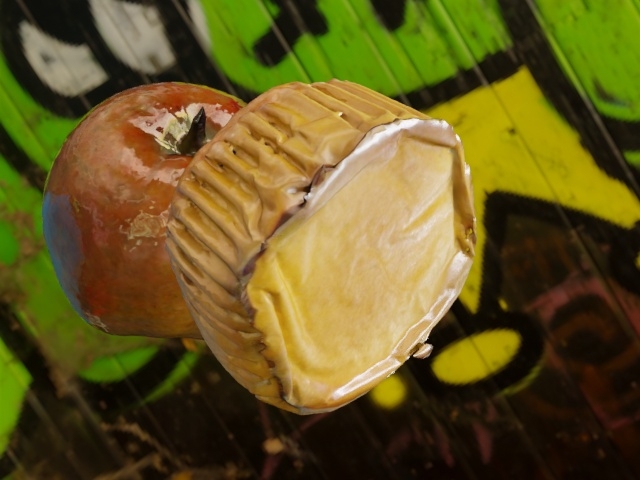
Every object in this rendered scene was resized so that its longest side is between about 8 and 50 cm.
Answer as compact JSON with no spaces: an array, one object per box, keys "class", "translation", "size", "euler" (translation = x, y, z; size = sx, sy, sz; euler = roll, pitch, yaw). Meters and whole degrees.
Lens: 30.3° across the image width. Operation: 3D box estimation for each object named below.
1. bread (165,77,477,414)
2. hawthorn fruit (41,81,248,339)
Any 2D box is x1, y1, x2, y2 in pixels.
[{"class":"bread","translation":[-0.001,0.000,0.703],"size":[0.199,0.199,0.104],"euler":[-36,-133,-23]},{"class":"hawthorn fruit","translation":[-0.154,-0.037,1.214],"size":[0.268,0.268,0.301],"euler":[-37,162,-27]}]
